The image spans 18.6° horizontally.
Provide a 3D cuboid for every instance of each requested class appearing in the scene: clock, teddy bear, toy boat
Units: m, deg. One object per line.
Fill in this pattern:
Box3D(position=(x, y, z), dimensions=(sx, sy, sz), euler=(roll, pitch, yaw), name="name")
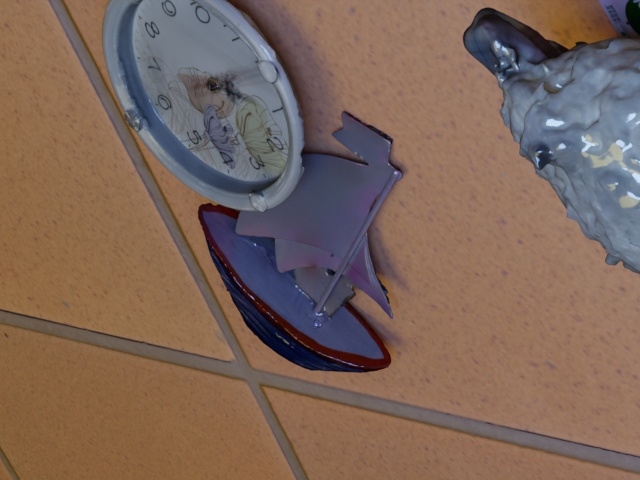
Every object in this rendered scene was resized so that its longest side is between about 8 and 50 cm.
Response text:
Box3D(position=(-0.093, -0.136, 1.710), dimensions=(0.236, 0.053, 0.236), euler=(28, 138, 28), name="clock")
Box3D(position=(0.297, -0.062, 1.182), dimensions=(0.375, 0.327, 0.362), euler=(-32, 62, 33), name="teddy bear")
Box3D(position=(-0.023, -0.004, 1.782), dimensions=(0.219, 0.072, 0.318), euler=(25, 140, 25), name="toy boat")

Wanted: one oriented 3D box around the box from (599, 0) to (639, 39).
Box3D(position=(0.222, -0.183, 1.298), dimensions=(0.089, 0.043, 0.125), euler=(-8, 121, 53), name="box")
